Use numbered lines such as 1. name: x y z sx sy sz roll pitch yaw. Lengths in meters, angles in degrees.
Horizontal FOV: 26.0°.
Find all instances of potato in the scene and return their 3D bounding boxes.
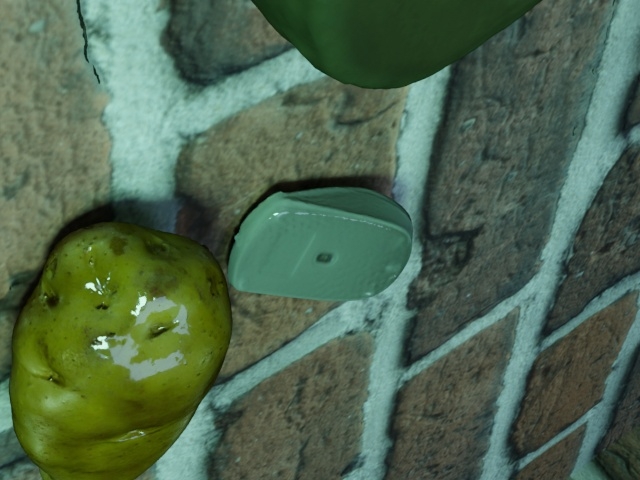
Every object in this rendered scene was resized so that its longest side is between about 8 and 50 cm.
1. potato: -0.194 0.130 1.313 0.195 0.176 0.369 -56 171 -40

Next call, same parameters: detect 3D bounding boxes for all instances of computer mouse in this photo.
1. computer mouse: 0.000 0.000 1.471 0.231 0.079 0.128 9 122 -39

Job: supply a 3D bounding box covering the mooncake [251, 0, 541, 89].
1. mooncake: 0.078 -0.291 1.012 0.356 0.194 0.356 -31 155 -17
